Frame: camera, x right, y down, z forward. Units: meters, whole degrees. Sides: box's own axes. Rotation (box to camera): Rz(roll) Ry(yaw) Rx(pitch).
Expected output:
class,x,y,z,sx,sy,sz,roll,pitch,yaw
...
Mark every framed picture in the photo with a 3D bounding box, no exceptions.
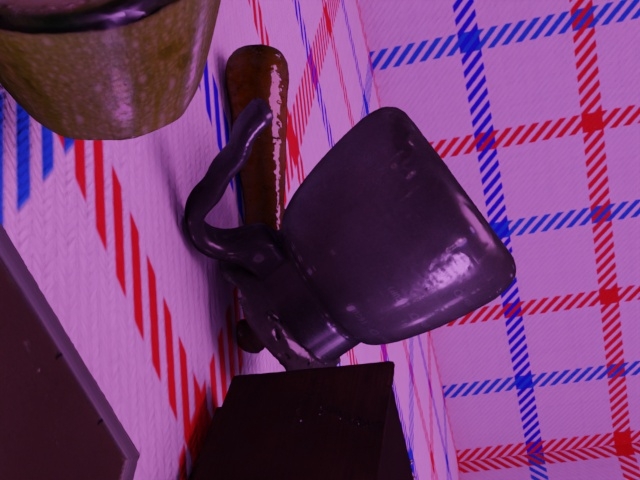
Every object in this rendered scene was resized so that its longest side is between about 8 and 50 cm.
class,x,y,z,sx,sy,sz,roll,pitch,yaw
framed picture,-0.170,0.115,0.447,0.216,0.016,0.273,-86,163,-52

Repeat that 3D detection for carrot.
class,x,y,z,sx,sy,sz,roll,pitch,yaw
carrot,-0.070,-0.081,1.010,0.078,0.078,0.297,25,62,-77

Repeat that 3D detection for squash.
class,x,y,z,sx,sy,sz,roll,pitch,yaw
squash,-0.135,-0.140,0.505,0.122,0.170,0.170,97,-6,-53

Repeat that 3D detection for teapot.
class,x,y,z,sx,sy,sz,roll,pitch,yaw
teapot,0.013,0.019,0.851,0.223,0.285,0.305,57,12,23

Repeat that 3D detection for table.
class,x,y,z,sx,sy,sz,roll,pitch,yaw
table,-0.013,0.231,0.739,0.193,0.173,0.169,-71,151,-59
